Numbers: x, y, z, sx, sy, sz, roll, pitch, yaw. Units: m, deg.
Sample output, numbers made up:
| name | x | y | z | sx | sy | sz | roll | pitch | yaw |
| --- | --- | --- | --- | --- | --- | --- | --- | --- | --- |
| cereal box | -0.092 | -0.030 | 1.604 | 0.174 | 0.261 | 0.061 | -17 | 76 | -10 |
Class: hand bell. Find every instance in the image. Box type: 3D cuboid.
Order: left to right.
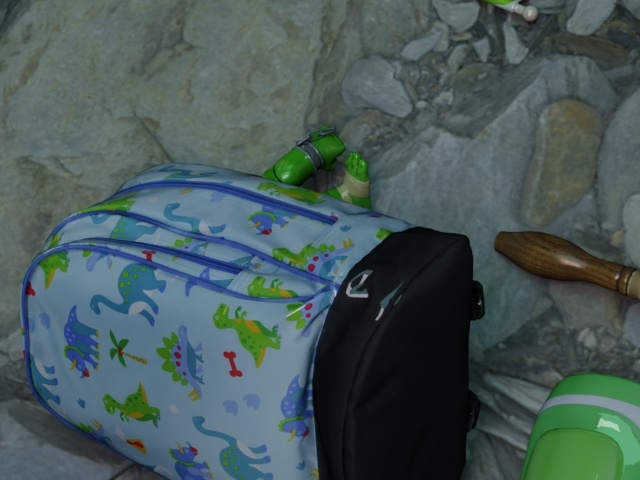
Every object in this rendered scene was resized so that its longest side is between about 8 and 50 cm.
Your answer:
| name | x | y | z | sx | sy | sz | roll | pitch | yaw |
| --- | --- | --- | --- | --- | --- | --- | --- | --- | --- |
| hand bell | 0.261 | 0.035 | 1.640 | 0.242 | 0.126 | 0.126 | 17 | 64 | 30 |

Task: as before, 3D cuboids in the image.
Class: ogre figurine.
| name | x | y | z | sx | sy | sz | roll | pitch | yaw |
| --- | --- | --- | --- | --- | --- | --- | --- | --- | --- |
| ogre figurine | 0.000 | 0.000 | 1.685 | 0.118 | 0.097 | 0.197 | -19 | 92 | -17 |

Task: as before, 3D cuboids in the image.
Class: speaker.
| name | x | y | z | sx | sy | sz | roll | pitch | yaw |
| --- | --- | --- | --- | --- | --- | --- | --- | --- | --- |
| speaker | 0.204 | 0.260 | 1.493 | 0.131 | 0.131 | 0.296 | 13 | 64 | 14 |

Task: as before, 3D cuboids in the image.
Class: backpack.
| name | x | y | z | sx | sy | sz | roll | pitch | yaw |
| --- | --- | --- | --- | --- | --- | --- | --- | --- | --- |
| backpack | -0.073 | 0.076 | 1.545 | 0.273 | 0.290 | 0.355 | -28 | 46 | -33 |

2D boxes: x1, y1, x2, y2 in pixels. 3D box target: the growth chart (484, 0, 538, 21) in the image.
| name | x | y | z | sx | sy | sz | roll | pitch | yaw |
| --- | --- | --- | --- | --- | --- | --- | --- | --- | --- |
| growth chart | 0.185 | -0.333 | 1.883 | 0.172 | 0.021 | 0.237 | 21 | 65 | 19 |
